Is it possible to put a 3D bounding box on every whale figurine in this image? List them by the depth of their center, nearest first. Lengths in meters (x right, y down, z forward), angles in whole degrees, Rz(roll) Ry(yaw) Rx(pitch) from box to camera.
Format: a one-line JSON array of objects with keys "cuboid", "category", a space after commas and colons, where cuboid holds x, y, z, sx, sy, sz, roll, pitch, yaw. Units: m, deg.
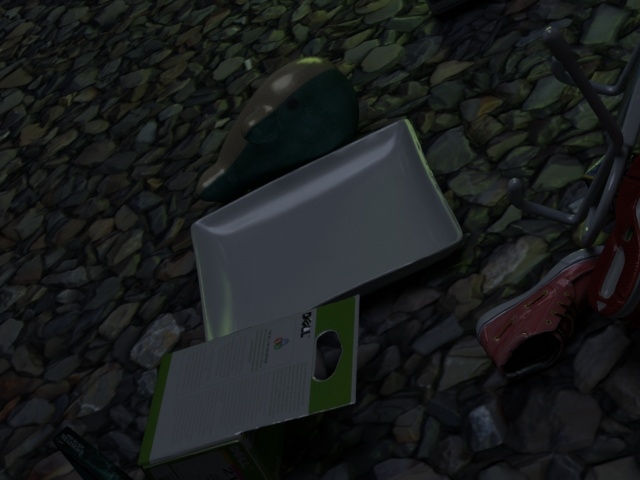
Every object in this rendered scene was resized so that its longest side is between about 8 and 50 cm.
[{"cuboid": [-0.056, -0.137, 1.933, 0.272, 0.141, 0.216, -46, -10, 9], "category": "whale figurine"}]

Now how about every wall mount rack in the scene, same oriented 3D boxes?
[{"cuboid": [0.296, -0.182, 1.433, 0.130, 0.304, 0.350, 19, 60, 7], "category": "wall mount rack"}]

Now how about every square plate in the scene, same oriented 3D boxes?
[{"cuboid": [0.000, 0.000, 1.753, 0.347, 0.049, 0.344, -26, 32, 6], "category": "square plate"}]

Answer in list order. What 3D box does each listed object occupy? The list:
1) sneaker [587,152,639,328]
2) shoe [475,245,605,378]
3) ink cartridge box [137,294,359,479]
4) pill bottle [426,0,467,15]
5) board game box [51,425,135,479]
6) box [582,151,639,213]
[{"cuboid": [0.366, -0.008, 1.361, 0.221, 0.128, 0.087, -62, 32, 5], "category": "sneaker"}, {"cuboid": [0.253, 0.079, 1.419, 0.178, 0.063, 0.081, -32, 32, 6], "category": "shoe"}, {"cuboid": [-0.059, 0.185, 1.491, 0.255, 0.097, 0.189, -18, 33, 16], "category": "ink cartridge box"}, {"cuboid": [0.267, -0.467, 2.127, 0.245, 0.130, 0.130, -23, 32, 10], "category": "pill bottle"}, {"cuboid": [-0.214, 0.281, 1.449, 0.026, 0.126, 0.186, -41, 32, -19], "category": "board game box"}, {"cuboid": [0.381, -0.055, 1.509, 0.059, 0.054, 0.169, -42, 33, -18], "category": "box"}]
